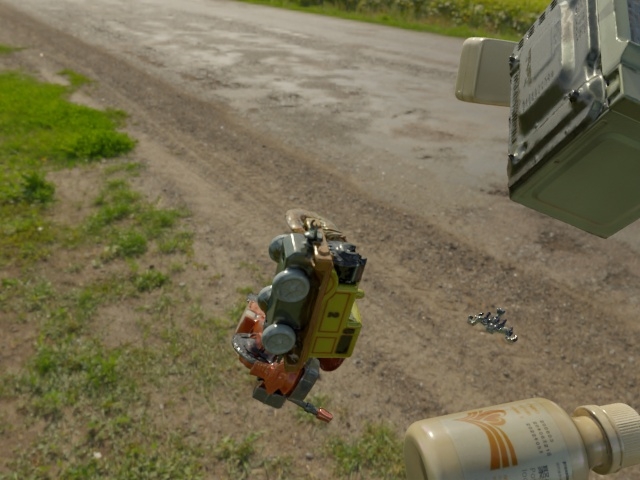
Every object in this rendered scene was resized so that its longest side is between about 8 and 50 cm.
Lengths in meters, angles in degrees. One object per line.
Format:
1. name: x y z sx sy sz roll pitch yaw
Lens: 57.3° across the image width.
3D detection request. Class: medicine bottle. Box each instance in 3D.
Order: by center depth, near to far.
1. medicine bottle: 0.223 0.230 0.627 0.252 0.114 0.114 -7 27 -11

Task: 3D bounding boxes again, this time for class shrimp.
1. shrimp: 0.004 -0.007 0.925 0.095 0.045 0.162 22 19 -52

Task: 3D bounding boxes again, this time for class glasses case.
1. glasses case: 0.475 -0.374 1.344 0.337 0.143 0.076 1 16 -22

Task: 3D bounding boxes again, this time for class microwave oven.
1. microwave oven: 0.434 -0.233 0.911 0.219 0.286 0.354 20 58 -11

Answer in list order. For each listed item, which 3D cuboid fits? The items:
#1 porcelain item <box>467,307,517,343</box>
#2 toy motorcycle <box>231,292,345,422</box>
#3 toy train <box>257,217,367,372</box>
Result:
1. porcelain item: 0.444 0.202 1.479 0.136 0.021 0.075 22 72 39
2. toy motorcycle: -0.049 0.190 1.060 0.221 0.147 0.325 28 12 -6
3. toy train: -0.007 0.069 0.708 0.127 0.219 0.089 5 33 -15
